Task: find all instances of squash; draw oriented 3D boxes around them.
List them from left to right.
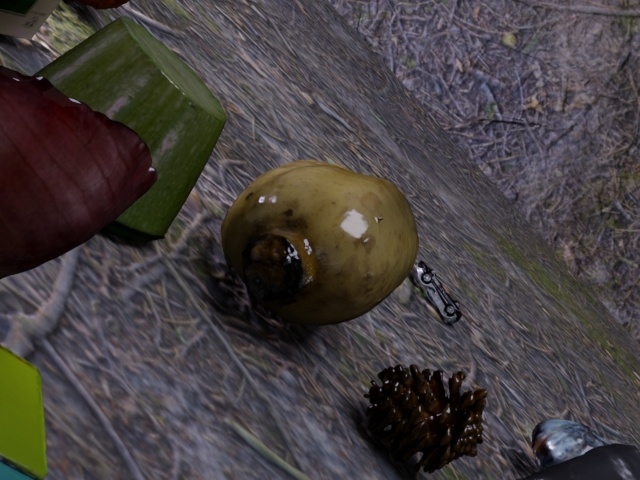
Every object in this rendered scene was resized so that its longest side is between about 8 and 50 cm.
[{"bbox_3d":[-0.155,-0.093,0.948,0.170,0.123,0.170,44,10,-10],"label":"squash"}]

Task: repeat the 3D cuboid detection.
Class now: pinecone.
[{"bbox_3d":[0.093,0.155,1.048,0.109,0.102,0.102,20,26,-23],"label":"pinecone"}]

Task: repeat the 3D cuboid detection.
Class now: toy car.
[{"bbox_3d":[0.152,0.068,1.550,0.093,0.025,0.041,54,14,9],"label":"toy car"}]

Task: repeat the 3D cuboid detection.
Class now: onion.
[{"bbox_3d":[-0.201,-0.041,0.637,0.227,0.120,0.283,23,-2,11],"label":"onion"}]

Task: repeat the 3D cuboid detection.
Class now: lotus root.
[{"bbox_3d":[0.000,0.000,1.076,0.284,0.160,0.146,-26,114,-70],"label":"lotus root"}]

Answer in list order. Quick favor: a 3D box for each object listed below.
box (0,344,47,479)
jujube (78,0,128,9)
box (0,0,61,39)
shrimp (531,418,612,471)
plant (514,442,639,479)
[{"bbox_3d":[-0.185,0.125,0.451,0.187,0.047,0.335,38,18,-33],"label":"box"},{"bbox_3d":[-0.252,-0.321,1.242,0.176,0.109,0.112,53,-18,27],"label":"jujube"},{"bbox_3d":[-0.265,-0.255,0.927,0.095,0.168,0.212,47,15,10],"label":"box"},{"bbox_3d":[0.387,0.324,1.302,0.372,0.172,0.137,43,9,8],"label":"shrimp"},{"bbox_3d":[0.239,0.274,1.049,0.256,0.164,0.142,9,35,-43],"label":"plant"}]
